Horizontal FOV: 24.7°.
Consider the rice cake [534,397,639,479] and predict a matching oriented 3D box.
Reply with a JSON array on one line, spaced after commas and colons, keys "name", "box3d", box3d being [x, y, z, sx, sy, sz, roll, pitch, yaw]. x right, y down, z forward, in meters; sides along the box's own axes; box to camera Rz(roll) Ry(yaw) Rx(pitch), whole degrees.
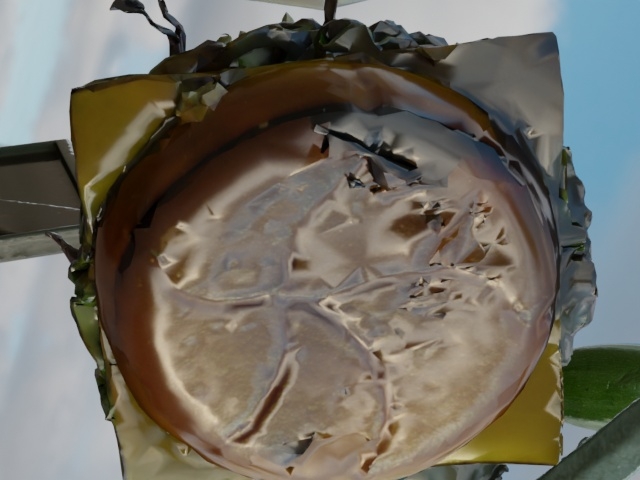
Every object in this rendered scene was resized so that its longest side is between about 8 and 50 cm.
[{"name": "rice cake", "box3d": [0.199, 0.144, 0.996, 0.245, 0.042, 0.045, -45, -108, 34]}]

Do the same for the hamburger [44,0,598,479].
[{"name": "hamburger", "box3d": [0.000, 0.000, 0.650, 0.138, 0.243, 0.261, -106, -166, -62]}]

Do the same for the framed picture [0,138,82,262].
[{"name": "framed picture", "box3d": [-0.364, -0.027, 1.306, 0.446, 0.326, 0.028, -137, -140, -71]}]

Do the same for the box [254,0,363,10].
[{"name": "box", "box3d": [-0.084, -0.258, 1.109, 0.079, 0.269, 0.135, -24, 120, -55]}]

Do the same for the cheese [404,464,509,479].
[{"name": "cheese", "box3d": [0.033, 0.139, 1.117, 0.202, 0.175, 0.091, 10, -80, 33]}]

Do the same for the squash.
[{"name": "squash", "box3d": [0.328, 0.134, 1.251, 0.082, 0.292, 0.082, 6, 90, -84]}]
